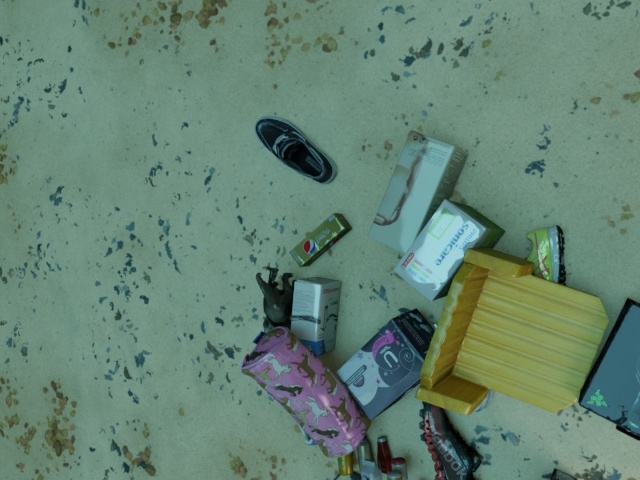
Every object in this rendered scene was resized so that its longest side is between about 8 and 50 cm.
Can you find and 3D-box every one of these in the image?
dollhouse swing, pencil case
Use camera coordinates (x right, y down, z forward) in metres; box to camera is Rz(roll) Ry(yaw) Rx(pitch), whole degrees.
[{"bbox_3d":[0.437,0.229,1.341,0.305,0.315,0.346,22,99,25],"label":"dollhouse swing"},{"bbox_3d":[-0.035,0.402,1.597,0.386,0.160,0.167,49,153,-16],"label":"pencil case"}]

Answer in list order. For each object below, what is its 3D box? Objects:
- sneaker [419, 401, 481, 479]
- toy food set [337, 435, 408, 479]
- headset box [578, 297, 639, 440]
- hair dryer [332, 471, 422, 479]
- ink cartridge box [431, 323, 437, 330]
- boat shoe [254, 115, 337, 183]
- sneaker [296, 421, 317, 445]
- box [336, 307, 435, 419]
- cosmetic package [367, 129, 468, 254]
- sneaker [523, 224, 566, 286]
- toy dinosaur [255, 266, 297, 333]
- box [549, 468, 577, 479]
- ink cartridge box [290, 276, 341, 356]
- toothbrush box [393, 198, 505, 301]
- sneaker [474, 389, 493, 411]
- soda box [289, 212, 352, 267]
[{"bbox_3d":[0.340,0.538,1.571,0.135,0.098,0.275,-16,86,24],"label":"sneaker"},{"bbox_3d":[0.147,0.589,1.642,0.232,0.111,0.104,-11,85,55],"label":"toy food set"},{"bbox_3d":[0.751,0.311,1.365,0.246,0.131,0.282,27,102,22],"label":"headset box"},{"bbox_3d":[0.171,0.724,1.658,0.294,0.080,0.223,-26,79,22],"label":"hair dryer"},{"bbox_3d":[0.276,0.272,1.636,0.115,0.029,0.062,-30,79,21],"label":"ink cartridge box"},{"bbox_3d":[-0.089,-0.266,1.756,0.301,0.102,0.108,42,106,18],"label":"boat shoe"},{"bbox_3d":[-0.030,0.484,1.746,0.080,0.081,0.211,-19,81,25],"label":"sneaker"},{"bbox_3d":[0.188,0.320,1.584,0.163,0.142,0.247,52,121,18],"label":"box"},{"bbox_3d":[0.253,-0.118,1.578,0.129,0.153,0.296,25,99,24],"label":"cosmetic package"},{"bbox_3d":[0.547,0.069,1.493,0.094,0.081,0.208,-2,84,32],"label":"sneaker"},{"bbox_3d":[-0.116,0.173,1.719,0.121,0.313,0.160,1,66,-1],"label":"toy dinosaur"},{"bbox_3d":[0.523,0.676,1.395,0.060,0.270,0.216,21,99,22],"label":"box"},{"bbox_3d":[-0.014,0.210,1.700,0.086,0.148,0.203,7,94,24],"label":"ink cartridge box"},{"bbox_3d":[0.320,0.022,1.476,0.122,0.283,0.206,39,106,19],"label":"toothbrush box"},{"bbox_3d":[0.402,0.319,1.545,0.088,0.092,0.228,-2,88,26],"label":"sneaker"},{"bbox_3d":[0.000,0.000,1.740,0.181,0.061,0.058,-40,75,19],"label":"soda box"}]
